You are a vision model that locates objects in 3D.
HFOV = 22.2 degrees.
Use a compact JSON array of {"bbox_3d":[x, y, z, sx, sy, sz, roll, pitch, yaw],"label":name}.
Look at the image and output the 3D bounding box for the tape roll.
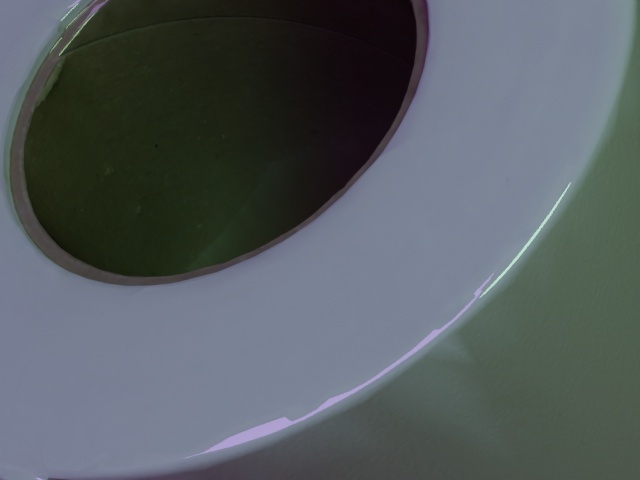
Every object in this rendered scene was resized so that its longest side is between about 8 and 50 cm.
[{"bbox_3d":[0.000,0.000,0.509,0.246,0.169,0.246,-14,52,19],"label":"tape roll"}]
